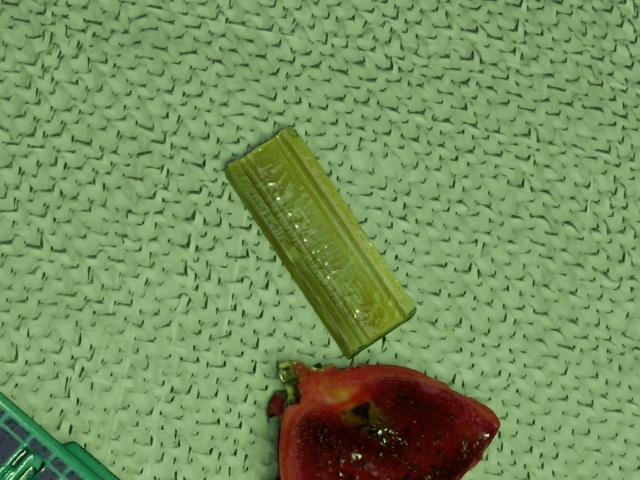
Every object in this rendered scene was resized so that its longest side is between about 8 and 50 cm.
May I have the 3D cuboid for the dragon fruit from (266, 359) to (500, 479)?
[{"bbox_3d":[0.029,0.215,1.631,0.262,0.134,0.211,-25,68,-29],"label":"dragon fruit"}]

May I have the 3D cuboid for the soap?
[{"bbox_3d":[0.000,0.000,1.718,0.092,0.037,0.252,-32,82,-15],"label":"soap"}]

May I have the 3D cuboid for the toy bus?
[{"bbox_3d":[-0.298,0.252,1.566,0.256,0.128,0.147,39,73,5],"label":"toy bus"}]
